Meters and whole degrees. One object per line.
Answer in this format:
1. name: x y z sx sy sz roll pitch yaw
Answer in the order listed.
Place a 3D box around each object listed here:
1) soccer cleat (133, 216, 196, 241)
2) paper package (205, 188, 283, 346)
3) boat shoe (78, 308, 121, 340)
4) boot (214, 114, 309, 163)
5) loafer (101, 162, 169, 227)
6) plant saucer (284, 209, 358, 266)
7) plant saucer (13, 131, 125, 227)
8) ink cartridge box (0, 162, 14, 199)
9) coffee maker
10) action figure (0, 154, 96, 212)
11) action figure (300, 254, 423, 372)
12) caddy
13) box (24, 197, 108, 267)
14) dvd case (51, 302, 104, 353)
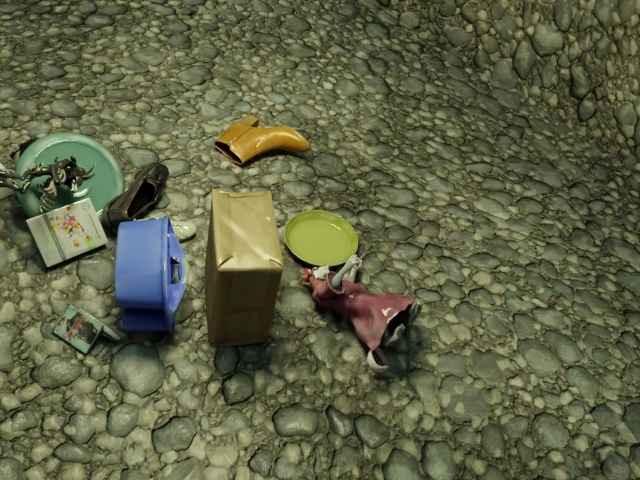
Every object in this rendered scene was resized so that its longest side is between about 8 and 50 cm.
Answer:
1. soccer cleat: -0.475 -0.037 1.955 0.196 0.076 0.068 -3 49 -17
2. paper package: -0.221 0.071 1.750 0.168 0.324 0.309 0 47 -15
3. boat shoe: -0.593 0.232 1.705 0.142 0.049 0.040 30 81 12
4. boot: -0.212 -0.332 2.288 0.295 0.104 0.211 25 52 17
5. loafer: -0.548 -0.141 1.991 0.095 0.109 0.302 -3 36 31
6. plant saucer: 0.000 0.000 2.066 0.241 0.037 0.240 6 48 -7
7. plant saucer: -0.738 -0.174 1.914 0.318 0.044 0.317 6 78 -32
8. ink cartridge box: -1.019 -0.196 1.958 0.092 0.089 0.143 -31 60 -35
9. coffee maker: -0.862 -0.216 1.961 0.120 0.171 0.178 14 45 -47
10. action figure: -0.765 -0.157 1.780 0.276 0.164 0.140 -4 69 -23
11. action figure: 0.094 0.184 1.866 0.370 0.248 0.275 21 90 23
12. caddy: -0.445 0.091 1.736 0.179 0.241 0.341 -4 49 -8
13. box: -0.729 -0.024 1.849 0.186 0.038 0.145 -26 103 -34
14. dvd case: -0.636 0.230 1.680 0.119 0.013 0.087 30 85 15
